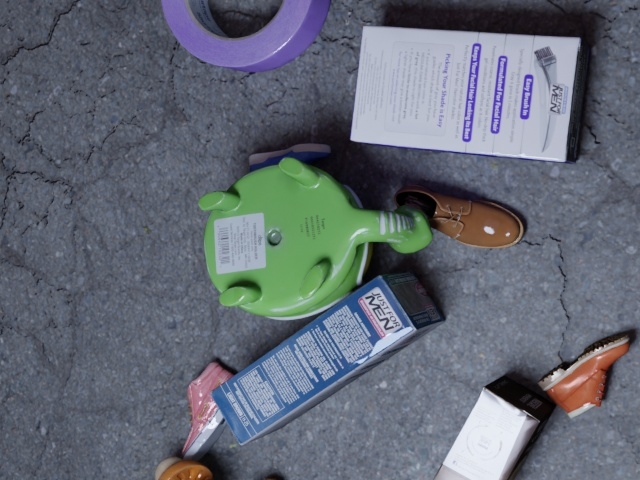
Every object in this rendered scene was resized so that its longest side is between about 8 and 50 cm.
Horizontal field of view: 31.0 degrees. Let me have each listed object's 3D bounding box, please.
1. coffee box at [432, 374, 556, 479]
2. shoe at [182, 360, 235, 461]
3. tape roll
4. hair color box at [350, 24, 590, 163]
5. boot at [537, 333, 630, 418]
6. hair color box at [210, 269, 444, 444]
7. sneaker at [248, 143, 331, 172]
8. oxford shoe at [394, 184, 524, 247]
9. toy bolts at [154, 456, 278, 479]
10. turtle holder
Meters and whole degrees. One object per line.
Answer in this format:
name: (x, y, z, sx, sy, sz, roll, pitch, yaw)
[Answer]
coffee box: (0.250, 0.342, 1.765, 0.098, 0.141, 0.246, 30, 103, 17)
shoe: (-0.201, 0.295, 1.979, 0.081, 0.063, 0.178, 37, 99, 17)
tape roll: (-0.123, -0.419, 1.903, 0.275, 0.090, 0.274, 1, 93, 21)
hair color box: (0.228, -0.224, 1.769, 0.339, 0.110, 0.185, 8, 94, 22)
boot: (0.416, 0.204, 1.744, 0.158, 0.059, 0.084, -40, 81, 26)
hair color box: (0.012, 0.184, 1.831, 0.347, 0.174, 0.105, -35, 79, 18)
sneaker: (-0.048, -0.110, 1.901, 0.152, 0.058, 0.084, -9, 83, 25)
oxford shoe: (0.212, -0.034, 1.800, 0.212, 0.076, 0.076, 16, 96, 18)
toy bolts: (-0.185, 0.469, 1.954, 0.158, 0.218, 0.228, 36, 121, 49)
turtle holder: (-0.014, -0.011, 1.799, 0.320, 0.227, 0.243, -38, 68, 13)
